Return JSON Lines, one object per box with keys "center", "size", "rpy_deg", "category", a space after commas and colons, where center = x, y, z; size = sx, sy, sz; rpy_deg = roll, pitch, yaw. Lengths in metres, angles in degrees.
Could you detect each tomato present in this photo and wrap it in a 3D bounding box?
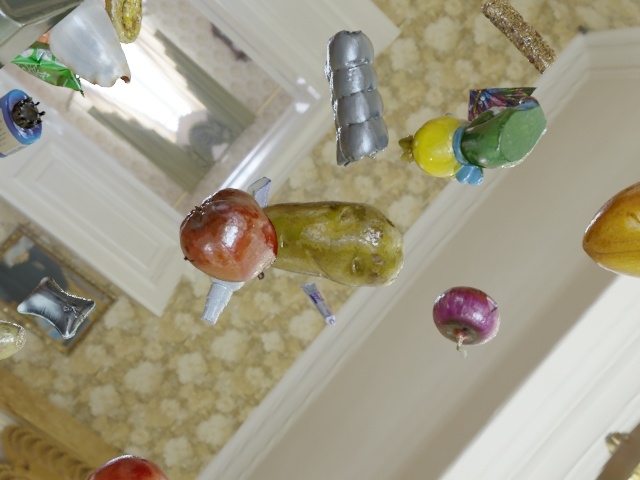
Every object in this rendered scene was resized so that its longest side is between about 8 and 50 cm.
{"center": [-0.336, 0.471, 1.380], "size": [0.136, 0.195, 0.195], "rpy_deg": [-4, -137, 33], "category": "tomato"}

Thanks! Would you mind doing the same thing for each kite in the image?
{"center": [0.447, -0.325, 2.121], "size": [0.321, 0.016, 0.234], "rpy_deg": [-53, -131, 34], "category": "kite"}

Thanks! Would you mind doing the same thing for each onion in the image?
{"center": [0.377, 0.198, 2.055], "size": [0.153, 0.177, 0.177], "rpy_deg": [-31, -178, -42], "category": "onion"}

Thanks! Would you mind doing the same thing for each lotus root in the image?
{"center": [-0.699, 0.201, 1.555], "size": [0.258, 0.110, 0.097], "rpy_deg": [-9, -109, 6], "category": "lotus root"}

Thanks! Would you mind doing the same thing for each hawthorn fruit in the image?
{"center": [-0.174, 0.003, 1.565], "size": [0.185, 0.202, 0.185], "rpy_deg": [-31, -154, 17], "category": "hawthorn fruit"}

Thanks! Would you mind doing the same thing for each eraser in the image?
{"center": [-0.149, -0.102, 1.871], "size": [0.063, 0.027, 0.084], "rpy_deg": [-41, 155, -44], "category": "eraser"}

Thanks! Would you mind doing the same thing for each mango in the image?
{"center": [0.550, -0.020, 1.269], "size": [0.257, 0.187, 0.138], "rpy_deg": [1, -140, 29], "category": "mango"}

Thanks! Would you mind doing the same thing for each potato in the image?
{"center": [0.000, 0.000, 1.692], "size": [0.195, 0.369, 0.176], "rpy_deg": [19, 78, -77], "category": "potato"}

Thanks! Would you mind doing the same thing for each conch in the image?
{"center": [-0.366, -0.312, 1.257], "size": [0.104, 0.176, 0.094], "rpy_deg": [-38, -168, -23], "category": "conch"}

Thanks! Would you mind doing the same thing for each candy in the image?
{"center": [-0.588, -0.377, 1.649], "size": [0.141, 0.203, 0.078], "rpy_deg": [29, -82, 50], "category": "candy"}

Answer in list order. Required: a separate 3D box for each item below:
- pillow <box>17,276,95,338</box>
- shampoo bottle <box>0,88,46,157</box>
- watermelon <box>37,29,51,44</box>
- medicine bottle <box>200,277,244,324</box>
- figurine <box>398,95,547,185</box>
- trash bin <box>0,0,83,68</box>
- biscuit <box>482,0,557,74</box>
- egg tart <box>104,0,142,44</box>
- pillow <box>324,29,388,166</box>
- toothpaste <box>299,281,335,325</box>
{"center": [-0.523, 0.133, 1.574], "size": [0.091, 0.136, 0.055], "rpy_deg": [-65, 164, -6], "category": "pillow"}
{"center": [-0.496, -0.188, 1.275], "size": [0.050, 0.087, 0.183], "rpy_deg": [-25, -169, -40], "category": "shampoo bottle"}
{"center": [-0.656, -0.487, 1.862], "size": [0.069, 0.163, 0.087], "rpy_deg": [52, -36, 41], "category": "watermelon"}
{"center": [-0.263, 0.082, 2.334], "size": [0.110, 0.110, 0.352], "rpy_deg": [-19, -136, 58], "category": "medicine bottle"}
{"center": [0.268, -0.184, 1.411], "size": [0.185, 0.127, 0.234], "rpy_deg": [-44, -159, -29], "category": "figurine"}
{"center": [-0.389, -0.225, 0.833], "size": [0.240, 0.122, 0.164], "rpy_deg": [-26, -162, 24], "category": "trash bin"}
{"center": [0.437, -0.453, 1.733], "size": [0.064, 0.199, 0.034], "rpy_deg": [-43, 179, -36], "category": "biscuit"}
{"center": [-0.389, -0.445, 1.541], "size": [0.129, 0.049, 0.128], "rpy_deg": [7, 90, -79], "category": "egg tart"}
{"center": [0.066, -0.260, 1.505], "size": [0.101, 0.228, 0.326], "rpy_deg": [-11, -175, -1], "category": "pillow"}
{"center": [-0.002, 0.165, 2.086], "size": [0.045, 0.028, 0.170], "rpy_deg": [-17, -138, -18], "category": "toothpaste"}
